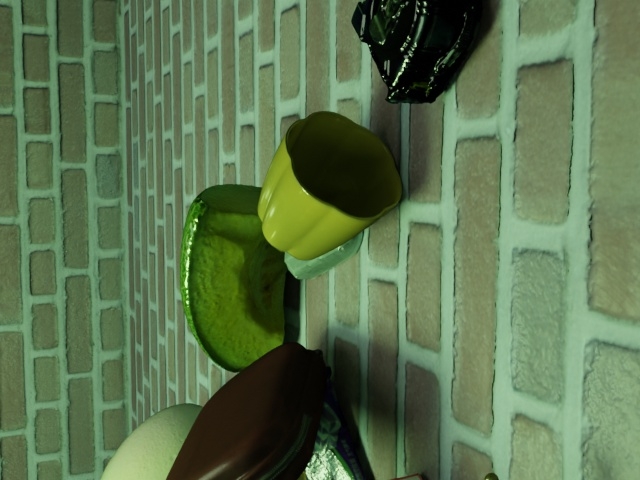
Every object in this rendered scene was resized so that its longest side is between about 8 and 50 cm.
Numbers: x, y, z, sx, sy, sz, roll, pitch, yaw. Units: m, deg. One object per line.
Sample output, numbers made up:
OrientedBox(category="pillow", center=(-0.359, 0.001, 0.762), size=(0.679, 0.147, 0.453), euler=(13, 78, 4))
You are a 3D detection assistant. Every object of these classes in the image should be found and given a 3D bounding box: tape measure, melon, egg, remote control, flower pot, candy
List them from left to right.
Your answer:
OrientedBox(category="egg", center=(-0.327, 0.557, 1.777), size=(0.354, 0.354, 0.339), euler=(-31, 41, 62))
OrientedBox(category="melon", center=(-0.156, 0.080, 1.475), size=(0.331, 0.226, 0.343), euler=(-42, -32, -77))
OrientedBox(category="flower pot", center=(-0.003, -0.069, 1.155), size=(0.179, 0.195, 0.195), euler=(-47, 50, 46))
OrientedBox(category="remote control", center=(0.000, 0.000, 1.343), size=(0.247, 0.052, 0.104), euler=(-36, 61, 57))
OrientedBox(category="candy", center=(0.009, 0.360, 1.329), size=(0.145, 0.070, 0.275), euler=(-50, 45, 37))
OrientedBox(category="tape measure", center=(0.123, -0.301, 0.989), size=(0.186, 0.112, 0.199), euler=(-59, 42, 46))

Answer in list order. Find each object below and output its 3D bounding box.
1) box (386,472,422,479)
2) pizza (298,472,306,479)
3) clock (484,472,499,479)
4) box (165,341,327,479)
OrientedBox(category="box", center=(0.010, 0.553, 1.059), size=(0.300, 0.312, 0.314), euler=(66, 148, 35))
OrientedBox(category="pizza", center=(-0.097, 0.456, 1.413), size=(0.280, 0.075, 0.287), euler=(-25, 56, 19))
OrientedBox(category="clock", center=(0.231, 0.397, 0.762), size=(0.308, 0.096, 0.235), euler=(55, 142, 30))
OrientedBox(category="box", center=(-0.110, 0.305, 1.201), size=(0.108, 0.263, 0.404), euler=(52, -167, -8))
